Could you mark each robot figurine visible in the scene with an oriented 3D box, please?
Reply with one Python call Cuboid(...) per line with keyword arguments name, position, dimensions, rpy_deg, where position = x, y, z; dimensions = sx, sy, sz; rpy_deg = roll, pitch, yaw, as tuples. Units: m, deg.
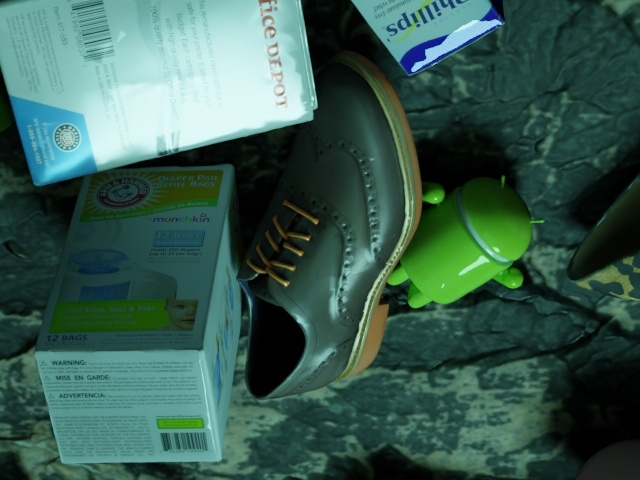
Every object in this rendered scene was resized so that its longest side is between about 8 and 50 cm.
Cuboid(name="robot figurine", position=(0.100, 0.000, 1.338), dimensions=(0.115, 0.067, 0.101), rpy_deg=(-36, 107, 27))

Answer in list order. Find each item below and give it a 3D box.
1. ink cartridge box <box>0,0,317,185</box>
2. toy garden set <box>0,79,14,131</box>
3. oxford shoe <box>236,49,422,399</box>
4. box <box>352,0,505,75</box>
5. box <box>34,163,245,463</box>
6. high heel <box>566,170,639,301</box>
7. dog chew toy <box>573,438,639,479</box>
Cuboid(name="ink cartridge box", position=(-0.110, -0.130, 1.209), dimensions=(0.190, 0.082, 0.140), rpy_deg=(-14, 128, -7))
Cuboid(name="toy garden set", position=(-0.294, -0.141, 1.259), dimensions=(0.244, 0.049, 0.204), rpy_deg=(-11, 128, 12))
Cuboid(name="oxford shoe", position=(0.000, 0.000, 1.299), dimensions=(0.097, 0.098, 0.271), rpy_deg=(31, 131, 34))
Cuboid(name="box", position=(0.046, -0.195, 1.147), dimensions=(0.072, 0.126, 0.137), rpy_deg=(-27, 123, 21))
Cuboid(name="box", position=(-0.117, 0.047, 1.301), dimensions=(0.114, 0.203, 0.103), rpy_deg=(-1, 128, 7))
Cuboid(name="high heel", position=(0.233, -0.058, 1.262), dimensions=(0.186, 0.093, 0.261), rpy_deg=(-18, 135, 9))
Cuboid(name="dog chew toy", position=(0.342, 0.216, 1.424), dimensions=(0.331, 0.207, 0.207), rpy_deg=(0, 129, 14))
